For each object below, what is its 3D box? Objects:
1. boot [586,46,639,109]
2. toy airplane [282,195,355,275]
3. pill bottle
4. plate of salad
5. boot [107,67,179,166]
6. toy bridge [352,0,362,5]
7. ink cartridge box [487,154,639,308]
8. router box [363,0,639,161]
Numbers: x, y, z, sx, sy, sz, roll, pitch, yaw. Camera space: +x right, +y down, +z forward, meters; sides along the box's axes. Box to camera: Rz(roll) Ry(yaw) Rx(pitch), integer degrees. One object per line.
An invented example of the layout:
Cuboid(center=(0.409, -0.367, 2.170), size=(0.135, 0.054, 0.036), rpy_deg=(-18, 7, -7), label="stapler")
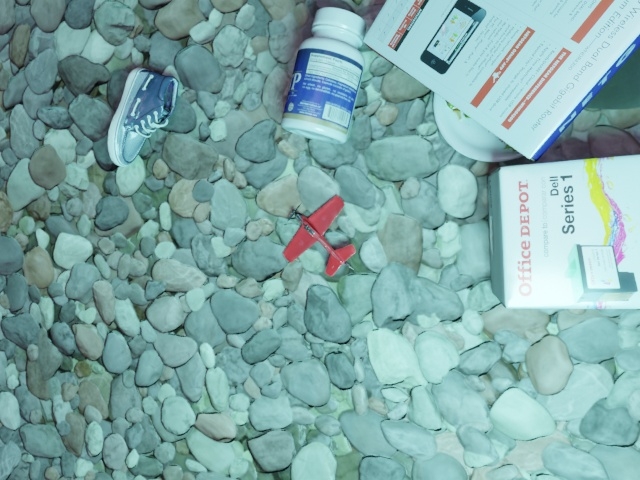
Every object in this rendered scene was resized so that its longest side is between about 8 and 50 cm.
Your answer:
Cuboid(center=(0.466, -0.244, 0.575), size=(0.305, 0.115, 0.112), rpy_deg=(-1, 107, 39), label="boot")
Cuboid(center=(0.000, 0.000, 0.752), size=(0.151, 0.028, 0.151), rpy_deg=(1, 94, 16), label="toy airplane")
Cuboid(center=(0.010, -0.260, 0.693), size=(0.112, 0.112, 0.186), rpy_deg=(16, 96, 14), label="pill bottle")
Cuboid(center=(0.266, -0.219, 0.644), size=(0.200, 0.048, 0.199), rpy_deg=(3, 95, 28), label="plate of salad")
Cuboid(center=(-0.329, -0.224, 0.806), size=(0.086, 0.069, 0.190), rpy_deg=(17, 95, 16), label="boot")
Cuboid(center=(0.132, -0.367, 0.700), size=(0.188, 0.026, 0.063), rpy_deg=(45, 101, 9), label="toy bridge")
Cuboid(center=(0.389, -0.011, 0.602), size=(0.278, 0.117, 0.201), rpy_deg=(-3, 92, 15), label="ink cartridge box")
Cuboid(center=(0.266, -0.324, 0.554), size=(0.301, 0.082, 0.335), rpy_deg=(45, 116, 19), label="router box")
